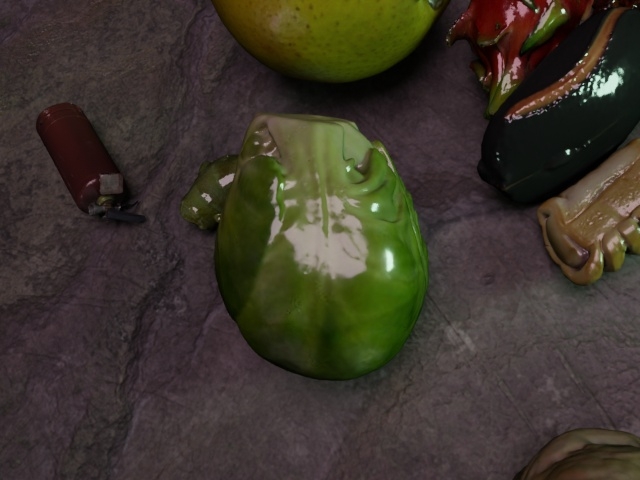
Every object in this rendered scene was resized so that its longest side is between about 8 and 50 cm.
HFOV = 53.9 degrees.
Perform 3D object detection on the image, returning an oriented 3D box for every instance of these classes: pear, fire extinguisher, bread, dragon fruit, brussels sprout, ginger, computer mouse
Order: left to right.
[{"bbox_3d":[-0.412,-0.129,1.130,0.105,0.105,0.269,-38,63,0],"label":"fire extinguisher"},{"bbox_3d":[-0.092,-0.088,1.021,0.290,0.089,0.137,-2,87,12],"label":"ginger"},{"bbox_3d":[-0.004,0.000,0.838,0.281,0.289,0.354,-5,95,15],"label":"brussels sprout"},{"bbox_3d":[0.003,-0.430,0.985,0.418,0.362,0.362,19,76,28],"label":"pear"},{"bbox_3d":[0.292,-0.306,0.948,0.198,0.200,0.269,14,102,9],"label":"dragon fruit"},{"bbox_3d":[0.358,-0.181,0.869,0.323,0.183,0.116,-46,41,-4],"label":"computer mouse"},{"bbox_3d":[0.404,-0.041,0.851,0.225,0.081,0.134,-38,52,7],"label":"bread"}]

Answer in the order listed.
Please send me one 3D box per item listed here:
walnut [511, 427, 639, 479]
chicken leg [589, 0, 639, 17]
[{"bbox_3d":[0.303,0.317,0.653,0.248,0.248,0.248,-6,68,14],"label":"walnut"},{"bbox_3d":[0.522,-0.392,0.976,0.219,0.048,0.089,-24,68,6],"label":"chicken leg"}]
